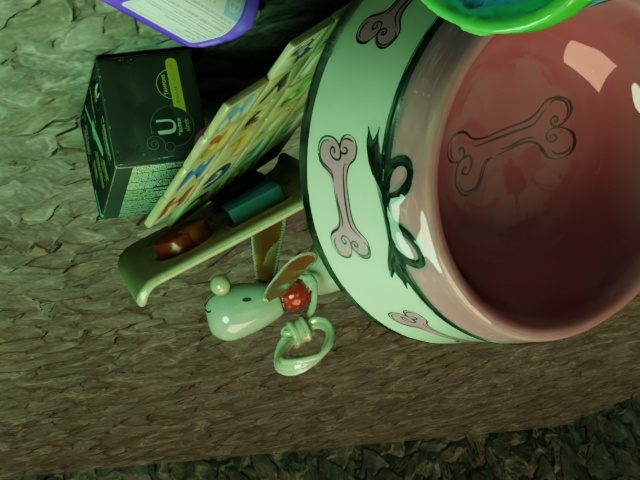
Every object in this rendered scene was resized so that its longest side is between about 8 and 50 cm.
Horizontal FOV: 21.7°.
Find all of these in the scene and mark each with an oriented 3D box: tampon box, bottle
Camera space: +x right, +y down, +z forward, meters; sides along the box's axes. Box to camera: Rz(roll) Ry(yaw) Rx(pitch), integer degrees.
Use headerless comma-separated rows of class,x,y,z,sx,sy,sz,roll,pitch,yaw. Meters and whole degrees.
tampon box,-0.181,-0.107,1.722,0.101,0.120,0.161,-8,164,-16
bottle,-0.147,-0.241,1.321,0.092,0.118,0.283,-10,165,24

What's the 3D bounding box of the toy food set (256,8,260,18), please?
toy food set,-0.101,-0.215,1.608,0.083,0.020,0.082,-16,163,11

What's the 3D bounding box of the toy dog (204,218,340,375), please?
toy dog,0.000,0.000,2.127,0.334,0.161,0.220,-37,-147,-20

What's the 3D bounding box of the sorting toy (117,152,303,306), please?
sorting toy,-0.125,-0.029,1.817,0.229,0.041,0.307,-32,-166,-6

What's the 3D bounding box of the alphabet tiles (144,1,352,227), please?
alphabet tiles,-0.037,-0.134,1.656,0.285,0.011,0.342,-37,172,-37

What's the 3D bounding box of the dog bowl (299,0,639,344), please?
dog bowl,0.188,-0.084,1.562,0.408,0.408,0.150,-1,-169,-34

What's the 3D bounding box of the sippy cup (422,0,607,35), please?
sippy cup,0.201,-0.282,1.314,0.224,0.305,0.240,-10,122,-48
